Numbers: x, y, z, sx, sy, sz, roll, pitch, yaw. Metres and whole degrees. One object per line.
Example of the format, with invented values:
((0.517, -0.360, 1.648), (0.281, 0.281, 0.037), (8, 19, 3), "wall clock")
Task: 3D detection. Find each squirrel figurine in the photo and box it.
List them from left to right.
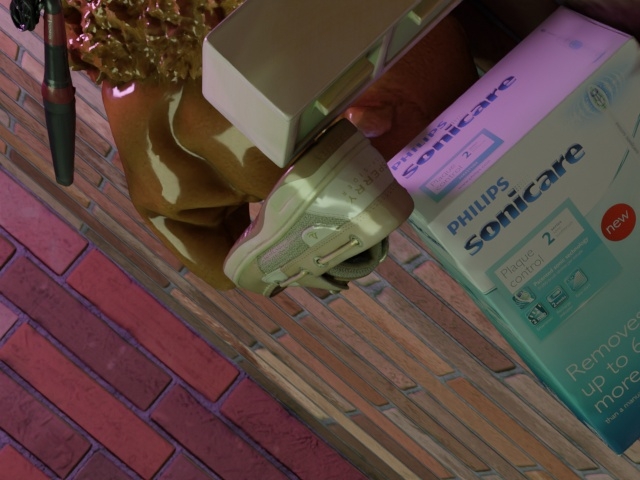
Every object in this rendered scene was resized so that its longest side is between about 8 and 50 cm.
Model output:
((-0.045, -0.163, 1.435), (0.397, 0.281, 0.370), (45, 156, -26), "squirrel figurine")

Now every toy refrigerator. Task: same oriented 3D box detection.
((0.041, -0.181, 1.166), (0.094, 0.269, 0.102), (44, 164, 9), "toy refrigerator")

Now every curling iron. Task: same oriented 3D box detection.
((-0.245, -0.146, 1.462), (0.068, 0.035, 0.274), (44, 154, 30), "curling iron")

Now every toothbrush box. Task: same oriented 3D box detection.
((0.221, -0.007, 1.308), (0.295, 0.216, 0.126), (50, 178, -27), "toothbrush box")

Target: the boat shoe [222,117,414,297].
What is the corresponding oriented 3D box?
((0.000, 0.000, 1.289), (0.098, 0.109, 0.302), (43, 158, 2), "boat shoe")
